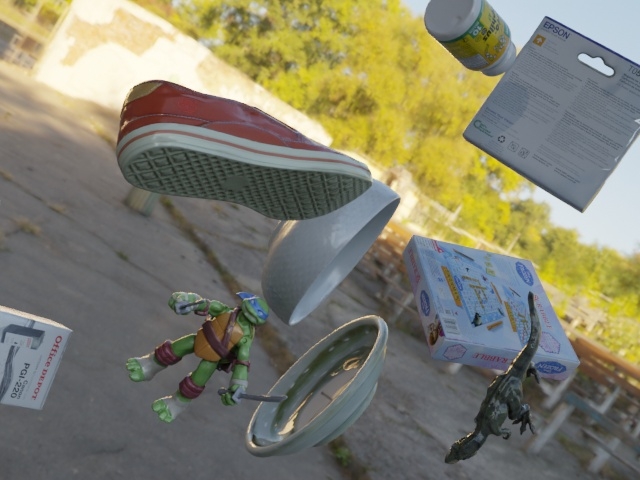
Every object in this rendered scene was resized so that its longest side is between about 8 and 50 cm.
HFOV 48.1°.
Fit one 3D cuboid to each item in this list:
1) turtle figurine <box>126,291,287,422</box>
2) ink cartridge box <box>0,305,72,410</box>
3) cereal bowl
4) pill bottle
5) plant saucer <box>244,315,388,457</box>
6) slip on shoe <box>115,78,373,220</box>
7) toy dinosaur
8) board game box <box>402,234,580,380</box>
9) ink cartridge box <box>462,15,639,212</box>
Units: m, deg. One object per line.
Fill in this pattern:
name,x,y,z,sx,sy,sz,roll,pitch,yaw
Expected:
turtle figurine,-0.216,0.199,1.239,0.198,0.266,0.274,44,17,-24
ink cartridge box,-0.567,0.196,1.246,0.092,0.158,0.218,13,-11,36
cereal bowl,0.000,0.000,1.416,0.141,0.339,0.339,41,5,11
pill bottle,0.302,-0.405,1.409,0.208,0.117,0.117,24,9,-48
plant saucer,0.013,0.334,1.552,0.100,0.400,0.400,49,1,-10
slip on shoe,-0.066,-0.094,0.771,0.331,0.123,0.101,10,57,-43
toy dinosaur,0.273,0.213,1.023,0.064,0.268,0.118,24,-3,44
board game box,0.358,0.140,1.551,0.318,0.066,0.318,12,38,-17
ink cartridge box,0.547,-0.283,1.613,0.324,0.330,0.071,37,6,20
